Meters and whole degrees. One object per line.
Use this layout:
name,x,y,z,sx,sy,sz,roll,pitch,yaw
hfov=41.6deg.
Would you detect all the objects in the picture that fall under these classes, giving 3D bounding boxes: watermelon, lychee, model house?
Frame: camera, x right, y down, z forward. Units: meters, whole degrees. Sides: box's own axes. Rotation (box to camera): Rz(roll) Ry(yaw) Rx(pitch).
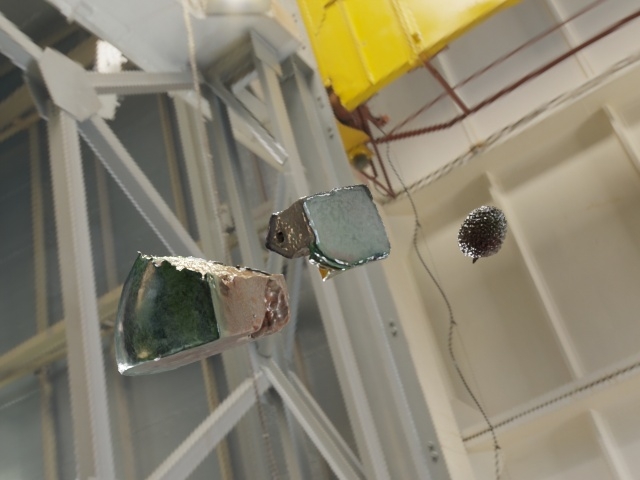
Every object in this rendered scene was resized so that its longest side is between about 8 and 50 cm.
watermelon,-0.139,0.070,1.015,0.318,0.226,0.148,144,-63,-70
lychee,0.219,-0.007,1.135,0.067,0.068,0.083,-147,-108,-72
model house,0.000,0.000,0.896,0.100,0.101,0.087,-28,-102,47
